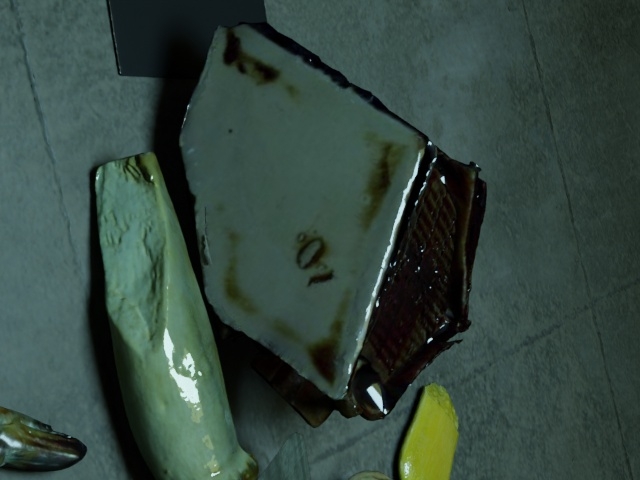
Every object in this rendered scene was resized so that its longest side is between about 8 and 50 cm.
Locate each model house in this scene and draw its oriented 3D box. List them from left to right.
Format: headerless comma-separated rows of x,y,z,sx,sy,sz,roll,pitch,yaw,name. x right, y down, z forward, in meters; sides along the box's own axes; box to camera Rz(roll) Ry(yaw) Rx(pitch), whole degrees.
0.000,0.000,1.388,0.297,0.317,0.282,-56,158,-2,model house

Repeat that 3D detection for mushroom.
-0.137,0.089,1.245,0.107,0.087,0.333,-23,98,-71,mushroom

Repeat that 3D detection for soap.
0.127,0.226,1.622,0.089,0.033,0.168,52,42,-37,soap

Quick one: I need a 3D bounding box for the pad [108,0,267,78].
-0.130,-0.243,1.417,0.245,0.006,0.170,-7,88,-55,pad

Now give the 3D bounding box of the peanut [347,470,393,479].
0.093,0.306,1.508,0.228,0.086,0.104,24,69,-46,peanut

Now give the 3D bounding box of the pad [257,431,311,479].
-0.048,0.357,1.252,0.323,0.055,0.250,-77,162,-58,pad

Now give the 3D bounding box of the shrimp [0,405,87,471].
-0.218,0.240,1.113,0.365,0.071,0.233,13,65,-47,shrimp
